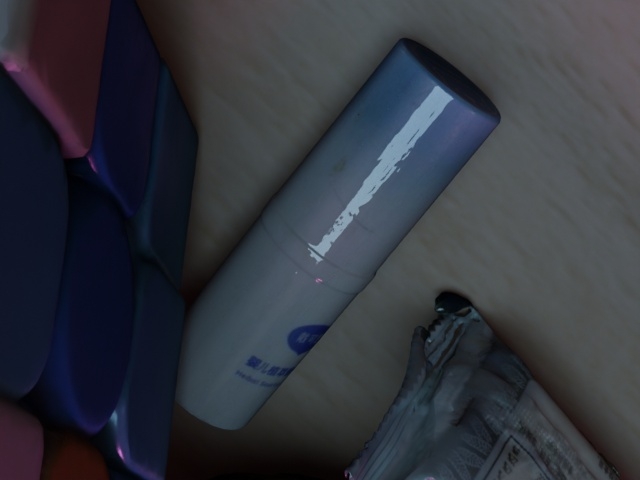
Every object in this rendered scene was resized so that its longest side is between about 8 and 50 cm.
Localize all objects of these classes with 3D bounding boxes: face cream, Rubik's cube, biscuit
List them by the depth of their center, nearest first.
[{"bbox_3d":[-0.266,0.030,0.624,0.347,0.346,0.344,4,73,8],"label":"Rubik's cube"},{"bbox_3d":[0.142,0.188,0.774,0.309,0.186,0.079,47,130,-9],"label":"biscuit"},{"bbox_3d":[0.000,0.000,0.781,0.077,0.077,0.250,37,109,-5],"label":"face cream"}]

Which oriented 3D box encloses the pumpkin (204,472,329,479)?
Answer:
[{"bbox_3d":[-0.045,0.266,0.788,0.325,0.242,0.232,-14,114,7],"label":"pumpkin"}]
